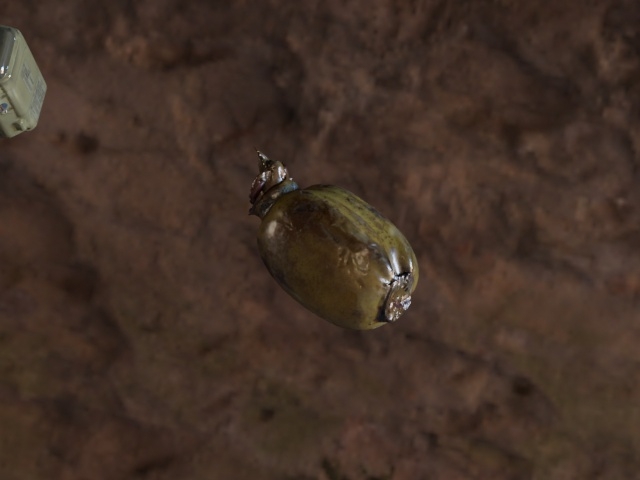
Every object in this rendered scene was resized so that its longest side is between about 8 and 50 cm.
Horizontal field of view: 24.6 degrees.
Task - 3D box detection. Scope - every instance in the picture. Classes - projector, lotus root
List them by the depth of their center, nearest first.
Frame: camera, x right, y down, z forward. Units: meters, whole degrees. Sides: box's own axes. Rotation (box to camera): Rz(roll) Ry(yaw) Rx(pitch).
[{"bbox_3d":[-0.420,-0.168,1.472,0.269,0.088,0.193,10,-15,4],"label":"projector"},{"bbox_3d":[-0.001,0.002,1.807,0.278,0.154,0.154,41,-8,20],"label":"lotus root"}]
